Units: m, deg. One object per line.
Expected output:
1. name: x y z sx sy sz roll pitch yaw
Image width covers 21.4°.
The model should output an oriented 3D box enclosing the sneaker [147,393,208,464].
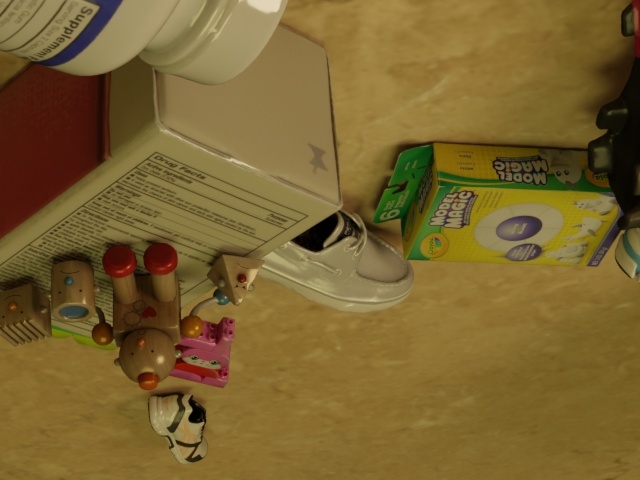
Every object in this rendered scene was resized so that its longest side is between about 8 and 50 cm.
1. sneaker: -0.120 0.172 1.542 0.043 0.040 0.109 -13 149 10

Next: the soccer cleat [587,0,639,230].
1. soccer cleat: 0.262 -0.122 1.052 0.143 0.116 0.331 -16 153 -12

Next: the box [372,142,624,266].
1. box: 0.134 -0.025 1.243 0.179 0.043 0.105 3 147 -11

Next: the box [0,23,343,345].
1. box: -0.119 -0.047 1.088 0.148 0.127 0.232 23 139 -38

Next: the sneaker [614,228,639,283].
1. sneaker: 0.313 -0.019 1.238 0.190 0.071 0.083 -11 140 -17

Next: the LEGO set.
1. LEGO set: -0.158 0.025 1.252 0.227 0.087 0.093 16 141 -20

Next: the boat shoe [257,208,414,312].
1. boat shoe: 0.000 0.000 1.255 0.184 0.066 0.063 23 142 -23

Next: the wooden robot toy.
1. wooden robot toy: -0.118 0.053 1.054 0.173 0.079 0.076 -5 150 0

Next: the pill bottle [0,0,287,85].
1. pill bottle: -0.150 -0.172 0.849 0.272 0.152 0.152 17 143 -33
